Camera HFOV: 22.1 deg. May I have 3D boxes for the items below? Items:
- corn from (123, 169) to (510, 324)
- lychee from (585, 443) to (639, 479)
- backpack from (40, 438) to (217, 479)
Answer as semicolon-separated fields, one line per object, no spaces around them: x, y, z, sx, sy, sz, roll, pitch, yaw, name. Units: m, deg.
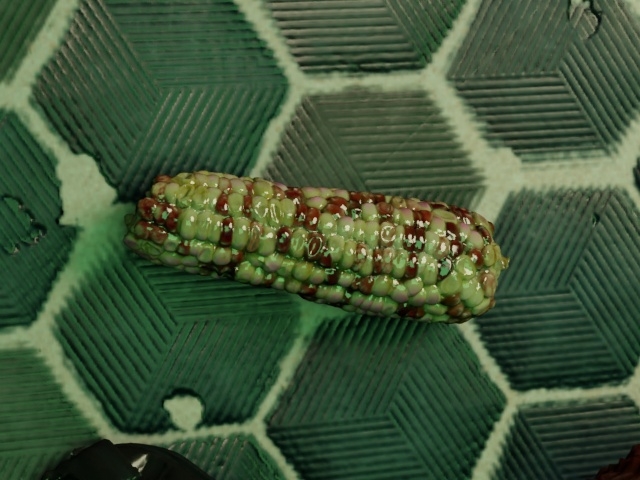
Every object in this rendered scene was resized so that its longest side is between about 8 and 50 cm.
0.000;0.000;1.169;0.280;0.092;0.092;12;89;-15;corn
0.305;0.248;1.183;0.271;0.271;0.271;-1;92;-17;lychee
-0.104;0.238;1.087;0.206;0.258;0.133;-41;141;-20;backpack
